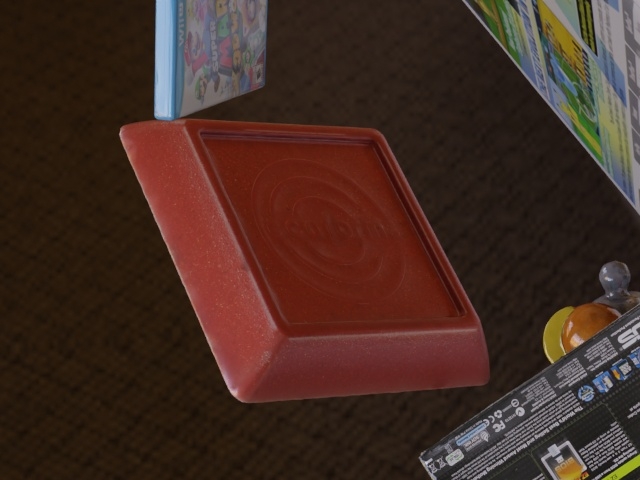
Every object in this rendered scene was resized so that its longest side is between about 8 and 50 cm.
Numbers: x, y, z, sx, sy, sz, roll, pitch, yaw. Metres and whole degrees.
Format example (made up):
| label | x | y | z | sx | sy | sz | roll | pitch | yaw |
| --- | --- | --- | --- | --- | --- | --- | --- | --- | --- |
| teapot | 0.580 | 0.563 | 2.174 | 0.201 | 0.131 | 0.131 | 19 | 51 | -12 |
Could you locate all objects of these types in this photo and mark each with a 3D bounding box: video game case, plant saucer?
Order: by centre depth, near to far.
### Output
| label | x | y | z | sx | sy | sz | roll | pitch | yaw |
| --- | --- | --- | --- | --- | --- | --- | --- | --- | --- |
| video game case | 0.130 | -0.074 | 0.723 | 0.036 | 0.329 | 0.300 | -37 | 73 | 1 |
| video game case | -0.068 | -0.147 | 1.117 | 0.015 | 0.119 | 0.166 | 7 | 14 | 17 |
| plant saucer | 0.000 | 0.000 | 1.356 | 0.258 | 0.048 | 0.259 | 0 | 52 | -39 |

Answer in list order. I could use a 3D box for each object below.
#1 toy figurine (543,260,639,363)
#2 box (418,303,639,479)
| label | x | y | z | sx | sy | sz | roll | pitch | yaw |
| --- | --- | --- | --- | --- | --- | --- | --- | --- | --- |
| toy figurine | 0.280 | 0.056 | 1.144 | 0.213 | 0.209 | 0.148 | 47 | 22 | 23 |
| box | 0.187 | 0.154 | 1.046 | 0.191 | 0.045 | 0.184 | -36 | 76 | 6 |
